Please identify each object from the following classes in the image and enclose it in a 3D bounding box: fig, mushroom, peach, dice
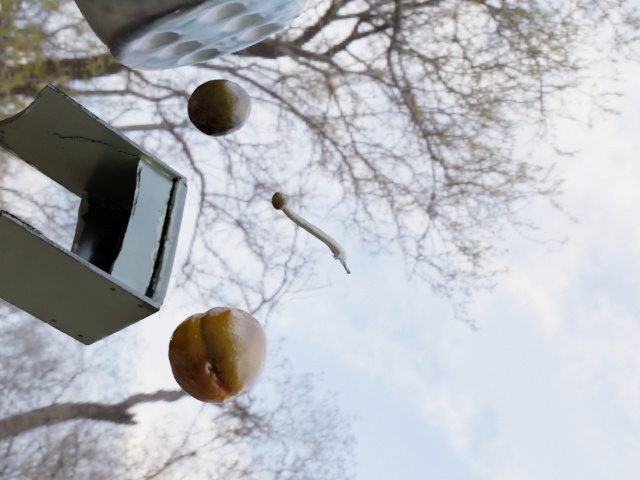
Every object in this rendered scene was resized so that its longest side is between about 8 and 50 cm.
[{"bbox_3d":[-0.124,-0.179,1.181,0.082,0.098,0.084,50,-41,15],"label":"fig"},{"bbox_3d":[0.002,-0.002,1.762,0.043,0.306,0.068,-40,-138,7],"label":"mushroom"},{"bbox_3d":[-0.139,0.159,1.222,0.138,0.138,0.138,11,-74,43],"label":"peach"},{"bbox_3d":[-0.221,-0.488,1.457,0.331,0.328,0.348,-13,-91,14],"label":"dice"}]

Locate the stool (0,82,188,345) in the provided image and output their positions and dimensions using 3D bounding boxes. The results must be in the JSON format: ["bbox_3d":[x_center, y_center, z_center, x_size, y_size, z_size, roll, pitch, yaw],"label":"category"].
[{"bbox_3d":[-0.351,-0.031,1.255,0.170,0.270,0.243,-26,-137,33],"label":"stool"}]
